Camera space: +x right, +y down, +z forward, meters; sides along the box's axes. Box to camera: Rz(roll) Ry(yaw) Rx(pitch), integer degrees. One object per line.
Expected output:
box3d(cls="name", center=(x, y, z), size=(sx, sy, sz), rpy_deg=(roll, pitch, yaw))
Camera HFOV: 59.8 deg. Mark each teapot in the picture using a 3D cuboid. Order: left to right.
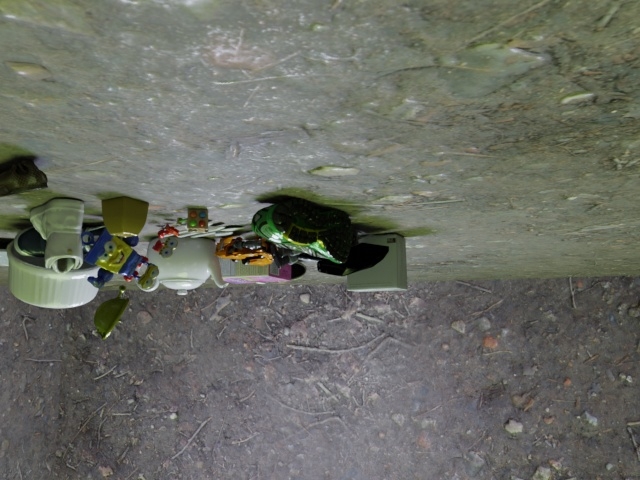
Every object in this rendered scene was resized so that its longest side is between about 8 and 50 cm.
box3d(cls="teapot", center=(-0.476, 0.092, 1.899), size=(0.252, 0.187, 0.256), rpy_deg=(6, 169, -33))

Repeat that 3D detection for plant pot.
box3d(cls="plant pot", center=(-0.472, -0.052, 1.341), size=(0.081, 0.083, 0.081), rpy_deg=(-5, 170, 29))

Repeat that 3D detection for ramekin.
box3d(cls="ramekin", center=(-0.800, 0.093, 1.689), size=(0.277, 0.135, 0.277), rpy_deg=(14, -163, -4))

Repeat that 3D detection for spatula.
box3d(cls="spatula", center=(-0.369, -0.029, 1.685), size=(0.242, 0.019, 0.168), rpy_deg=(-8, 176, 40))

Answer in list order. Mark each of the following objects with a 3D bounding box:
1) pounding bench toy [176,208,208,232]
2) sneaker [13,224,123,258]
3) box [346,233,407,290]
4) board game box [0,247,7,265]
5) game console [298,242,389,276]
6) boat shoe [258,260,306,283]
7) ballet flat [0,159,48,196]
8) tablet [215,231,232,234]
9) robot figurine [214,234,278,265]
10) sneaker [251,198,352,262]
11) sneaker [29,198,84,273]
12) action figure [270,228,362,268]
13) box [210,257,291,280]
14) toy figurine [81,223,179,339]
box3d(cls="pounding bench toy", center=(-0.335, -0.051, 1.449), size=(0.083, 0.052, 0.065), rpy_deg=(1, 170, -10))
box3d(cls="sneaker", center=(-0.703, 0.000, 1.590), size=(0.153, 0.099, 0.282), rpy_deg=(-3, 178, 42))
box3d(cls="box", center=(0.187, 0.078, 1.857), size=(0.180, 0.182, 0.119), rpy_deg=(-5, 170, 25))
box3d(cls="board game box", center=(-1.075, 0.049, 2.026), size=(0.389, 0.050, 0.390), rpy_deg=(4, 169, -24))
box3d(cls="game console", center=(0.026, 0.045, 1.771), size=(0.361, 0.044, 0.213), rpy_deg=(7, -160, 42))
box3d(cls="boat shoe", center=(-0.181, 0.126, 2.374), size=(0.091, 0.109, 0.305), rpy_deg=(-8, 174, 37))
box3d(cls="ballet flat", center=(-0.603, -0.116, 1.073), size=(0.249, 0.058, 0.084), rpy_deg=(-1, -166, 41))
box3d(cls="tablet", center=(-0.299, -0.020, 1.721), size=(0.054, 0.006, 0.083), rpy_deg=(-7, 179, -10))
box3d(cls="robot figurine", center=(-0.207, 0.025, 1.783), size=(0.211, 0.085, 0.291), rpy_deg=(17, 163, -38))
box3d(cls="sneaker", center=(-0.035, -0.029, 1.450), size=(0.146, 0.134, 0.343), rpy_deg=(1, 164, 39))
box3d(cls="sneaker", center=(-0.671, 0.002, 1.406), size=(0.108, 0.169, 0.292), rpy_deg=(4, 171, -34))
box3d(cls="action figure", center=(0.000, 0.000, 1.654), size=(0.284, 0.099, 0.185), rpy_deg=(-12, 170, -26))
box3d(cls="box", center=(-0.264, 0.096, 2.144), size=(0.242, 0.117, 0.213), rpy_deg=(-3, 170, 18))
box3d(cls="toy figurine", center=(-0.588, 0.061, 1.546), size=(0.217, 0.363, 0.191), rpy_deg=(38, 171, -31))
